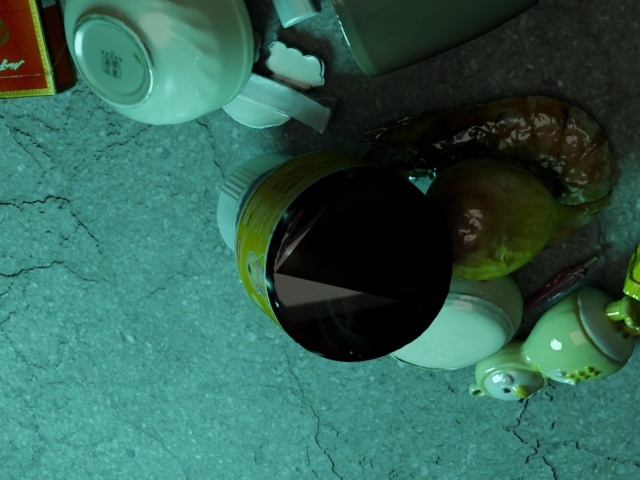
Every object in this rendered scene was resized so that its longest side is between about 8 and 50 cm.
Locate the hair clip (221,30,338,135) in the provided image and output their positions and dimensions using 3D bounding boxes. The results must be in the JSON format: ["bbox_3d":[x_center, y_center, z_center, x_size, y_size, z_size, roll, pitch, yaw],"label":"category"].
[{"bbox_3d":[-0.079,-0.218,1.508,0.220,0.054,0.140,24,122,11],"label":"hair clip"}]

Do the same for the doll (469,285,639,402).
[{"bbox_3d":[0.327,0.160,1.486,0.141,0.117,0.296,27,128,-36],"label":"doll"}]

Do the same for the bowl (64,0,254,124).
[{"bbox_3d":[-0.238,-0.269,1.446,0.277,0.145,0.277,17,129,22],"label":"bowl"}]

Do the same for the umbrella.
[{"bbox_3d":[0.326,0.068,1.501,0.027,0.025,0.165,37,123,-21],"label":"umbrella"}]

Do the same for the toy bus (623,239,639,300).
[{"bbox_3d":[0.563,0.064,1.352,0.330,0.144,0.152,22,116,11],"label":"toy bus"}]

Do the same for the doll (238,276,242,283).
[{"bbox_3d":[-0.077,0.066,1.623,0.093,0.051,0.061,41,112,-2],"label":"doll"}]

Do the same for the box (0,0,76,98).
[{"bbox_3d":[-0.463,-0.332,1.580,0.153,0.074,0.240,-2,110,16],"label":"box"}]

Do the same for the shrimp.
[{"bbox_3d":[0.214,-0.075,1.460,0.365,0.071,0.233,-11,113,17],"label":"shrimp"}]

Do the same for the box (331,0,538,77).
[{"bbox_3d":[0.125,-0.353,1.249,0.216,0.301,0.301,-14,107,19],"label":"box"}]

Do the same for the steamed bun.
[{"bbox_3d":[0.176,0.086,1.490,0.177,0.131,0.228,39,140,-26],"label":"steamed bun"}]

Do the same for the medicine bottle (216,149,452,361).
[{"bbox_3d":[0.000,0.000,1.379,0.242,0.395,0.243,-3,101,-16],"label":"medicine bottle"}]

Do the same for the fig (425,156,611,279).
[{"bbox_3d":[0.256,-0.038,1.373,0.257,0.159,0.159,-9,112,-11],"label":"fig"}]

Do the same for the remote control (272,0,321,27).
[{"bbox_3d":[-0.055,-0.375,1.443,0.065,0.029,0.166,-18,105,25],"label":"remote control"}]
